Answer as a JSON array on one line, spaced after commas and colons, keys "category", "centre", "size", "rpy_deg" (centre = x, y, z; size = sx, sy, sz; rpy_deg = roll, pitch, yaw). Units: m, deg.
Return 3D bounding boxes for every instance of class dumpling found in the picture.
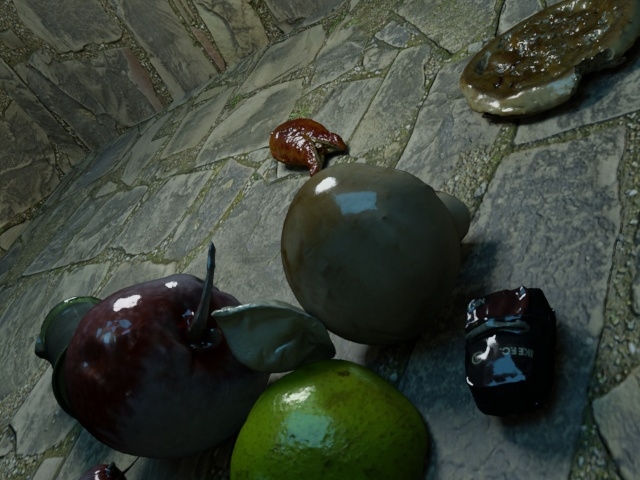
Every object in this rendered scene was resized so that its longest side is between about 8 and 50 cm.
[{"category": "dumpling", "centre": [-0.059, 0.137, 1.031], "size": [0.155, 0.181, 0.111], "rpy_deg": [-20, 73, 34]}]

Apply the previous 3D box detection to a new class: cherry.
[{"category": "cherry", "centre": [-0.338, 0.411, 1.190], "size": [0.225, 0.090, 0.107], "rpy_deg": [-33, 12, -5]}, {"category": "cherry", "centre": [-0.245, 0.209, 1.153], "size": [0.326, 0.335, 0.292], "rpy_deg": [-8, 68, -12]}]

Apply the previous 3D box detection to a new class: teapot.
[{"category": "teapot", "centre": [-0.471, 0.229, 1.527], "size": [0.270, 0.201, 0.337], "rpy_deg": [-22, 19, -23]}]

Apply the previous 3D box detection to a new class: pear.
[{"category": "pear", "centre": [0.012, 0.278, 0.918], "size": [0.239, 0.139, 0.288], "rpy_deg": [11, 57, 45]}]

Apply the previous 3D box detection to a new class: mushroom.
[{"category": "mushroom", "centre": [0.097, 0.001, 1.086], "size": [0.292, 0.293, 0.290], "rpy_deg": [-13, 13, 40]}]

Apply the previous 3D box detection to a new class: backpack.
[{"category": "backpack", "centre": [0.233, 0.133, 0.873], "size": [0.119, 0.106, 0.165], "rpy_deg": [-20, 30, 25]}]

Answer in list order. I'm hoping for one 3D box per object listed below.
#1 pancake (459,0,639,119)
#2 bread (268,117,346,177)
[{"category": "pancake", "centre": [0.454, -0.372, 1.383], "size": [0.382, 0.071, 0.382], "rpy_deg": [-30, 29, 18]}, {"category": "bread", "centre": [-0.042, -0.245, 1.776], "size": [0.139, 0.095, 0.269], "rpy_deg": [-51, 33, -5]}]
